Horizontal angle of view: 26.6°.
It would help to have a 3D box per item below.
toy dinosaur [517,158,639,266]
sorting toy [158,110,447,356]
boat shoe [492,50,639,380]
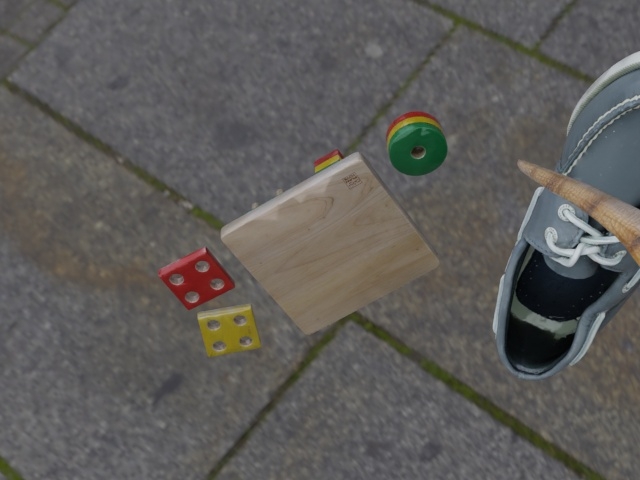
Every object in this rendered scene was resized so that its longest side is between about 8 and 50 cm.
[{"bbox_3d":[0.132,0.054,0.408,0.112,0.064,0.211,-19,79,22],"label":"toy dinosaur"},{"bbox_3d":[0.000,0.000,1.110,0.274,0.132,0.046,-29,35,15],"label":"sorting toy"},{"bbox_3d":[0.197,-0.004,0.938,0.116,0.319,0.099,25,56,2],"label":"boat shoe"}]
